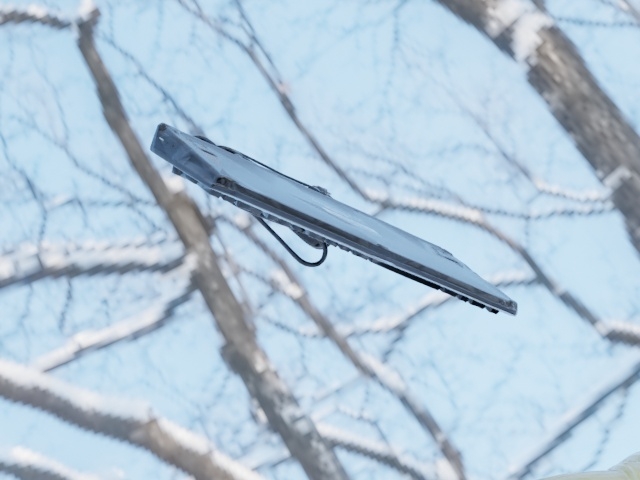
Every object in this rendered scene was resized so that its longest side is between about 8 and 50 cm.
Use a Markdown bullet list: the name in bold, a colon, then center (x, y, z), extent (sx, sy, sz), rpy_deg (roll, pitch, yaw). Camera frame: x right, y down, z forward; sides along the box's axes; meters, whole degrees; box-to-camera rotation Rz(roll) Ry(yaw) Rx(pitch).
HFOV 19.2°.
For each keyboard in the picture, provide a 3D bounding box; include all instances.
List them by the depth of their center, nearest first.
- **keyboard**: center (0.000, 0.000, 0.899), extent (0.192, 0.100, 0.038), rpy_deg (24, -80, -36)

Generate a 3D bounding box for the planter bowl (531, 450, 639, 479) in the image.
- **planter bowl**: center (0.120, 0.187, 0.949), extent (0.090, 0.217, 0.217), rpy_deg (22, -64, -4)
